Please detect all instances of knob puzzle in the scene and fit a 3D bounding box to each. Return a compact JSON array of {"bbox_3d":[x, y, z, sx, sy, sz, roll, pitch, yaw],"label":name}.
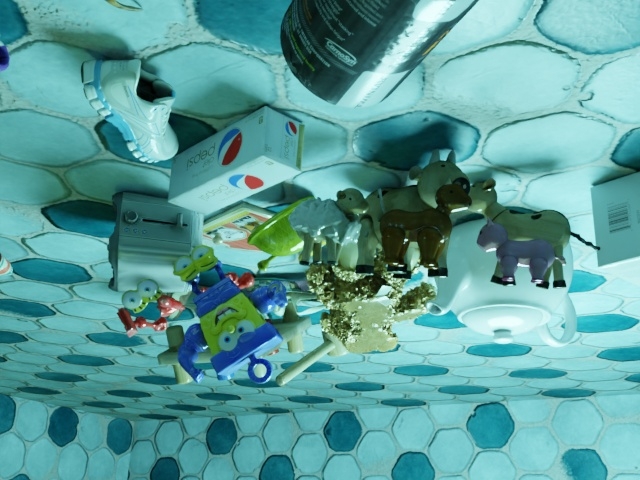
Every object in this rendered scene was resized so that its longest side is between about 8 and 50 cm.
[{"bbox_3d":[-0.107,-0.003,1.387,0.213,0.030,0.213,2,159,1],"label":"knob puzzle"}]

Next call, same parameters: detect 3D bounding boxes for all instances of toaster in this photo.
[{"bbox_3d":[-0.273,0.014,1.310,0.147,0.129,0.227,5,152,-12],"label":"toaster"}]

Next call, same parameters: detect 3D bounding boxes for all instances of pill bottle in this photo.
[{"bbox_3d":[0.064,-0.221,0.661,0.131,0.130,0.246,10,158,-20],"label":"pill bottle"}]

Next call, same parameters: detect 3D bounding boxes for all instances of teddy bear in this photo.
[{"bbox_3d":[0.092,0.081,1.466,0.245,0.113,0.338,-12,142,8],"label":"teddy bear"}]

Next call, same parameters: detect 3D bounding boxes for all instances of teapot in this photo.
[{"bbox_3d":[0.313,0.084,1.347,0.256,0.187,0.252,-2,159,10],"label":"teapot"}]

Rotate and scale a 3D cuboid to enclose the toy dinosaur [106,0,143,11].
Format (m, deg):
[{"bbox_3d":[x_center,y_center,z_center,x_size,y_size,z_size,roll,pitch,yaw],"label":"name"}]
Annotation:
[{"bbox_3d":[-0.201,-0.254,0.700,0.112,0.064,0.211,9,159,-18],"label":"toy dinosaur"}]

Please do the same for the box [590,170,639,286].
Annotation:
[{"bbox_3d":[0.485,-0.009,1.162,0.171,0.130,0.091,19,153,-37],"label":"box"}]

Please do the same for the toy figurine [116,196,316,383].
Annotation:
[{"bbox_3d":[-0.107,0.119,1.241,0.363,0.217,0.191,-31,157,-3],"label":"toy figurine"}]

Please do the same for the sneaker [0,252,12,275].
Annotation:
[{"bbox_3d":[-0.690,0.056,1.573,0.161,0.057,0.075,-5,152,11],"label":"sneaker"}]

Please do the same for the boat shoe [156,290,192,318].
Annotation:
[{"bbox_3d":[-0.300,0.079,1.563,0.095,0.095,0.257,22,149,-10],"label":"boat shoe"}]

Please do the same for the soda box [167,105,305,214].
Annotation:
[{"bbox_3d":[-0.117,-0.102,1.068,0.069,0.073,0.216,20,153,-38],"label":"soda box"}]

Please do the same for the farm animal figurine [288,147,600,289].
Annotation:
[{"bbox_3d":[0.170,-0.033,1.117,0.330,0.172,0.327,11,171,-42],"label":"farm animal figurine"}]

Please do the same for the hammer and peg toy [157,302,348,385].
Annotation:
[{"bbox_3d":[-0.134,0.206,1.675,0.362,0.127,0.266,-7,-173,25],"label":"hammer and peg toy"}]

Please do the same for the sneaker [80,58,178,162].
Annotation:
[{"bbox_3d":[-0.205,-0.155,0.957,0.083,0.071,0.190,-9,157,13],"label":"sneaker"}]

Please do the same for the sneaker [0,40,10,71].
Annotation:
[{"bbox_3d":[-0.428,-0.175,0.874,0.161,0.102,0.282,5,156,-16],"label":"sneaker"}]

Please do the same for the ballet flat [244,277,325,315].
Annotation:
[{"bbox_3d":[-0.055,0.114,1.617,0.222,0.079,0.077,-3,158,15],"label":"ballet flat"}]

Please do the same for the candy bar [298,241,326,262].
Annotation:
[{"bbox_3d":[0.000,0.000,1.359,0.018,0.040,0.161,35,147,-8],"label":"candy bar"}]
